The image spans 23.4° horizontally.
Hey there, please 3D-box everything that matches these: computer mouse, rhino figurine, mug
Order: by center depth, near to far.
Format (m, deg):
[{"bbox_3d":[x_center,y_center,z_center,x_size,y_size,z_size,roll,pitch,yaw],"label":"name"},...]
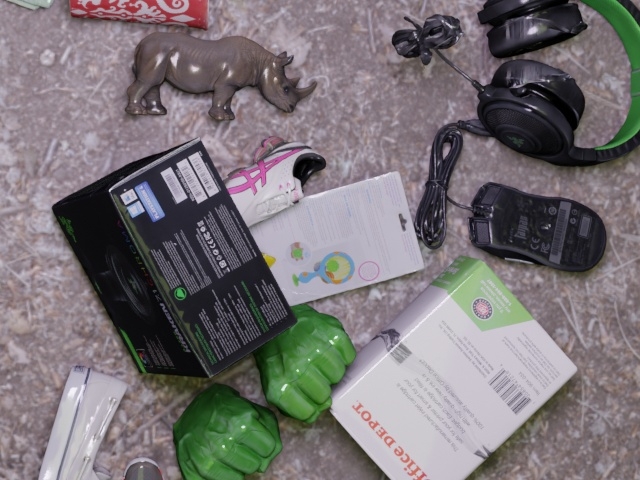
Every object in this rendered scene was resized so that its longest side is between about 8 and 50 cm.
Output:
[{"bbox_3d":[-0.222,-0.329,1.915,0.169,0.150,0.113,1,130,-6],"label":"mug"},{"bbox_3d":[-0.122,-0.205,1.943,0.243,0.073,0.106,3,97,-11],"label":"rhino figurine"},{"bbox_3d":[0.250,-0.058,2.031,0.262,0.060,0.184,9,80,-11],"label":"computer mouse"}]

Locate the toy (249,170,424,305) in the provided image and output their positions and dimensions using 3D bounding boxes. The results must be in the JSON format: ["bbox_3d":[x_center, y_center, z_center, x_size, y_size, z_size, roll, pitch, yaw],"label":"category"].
[{"bbox_3d":[0.000,0.000,1.984,0.237,0.056,0.137,-17,110,-2],"label":"toy"}]

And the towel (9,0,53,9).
[{"bbox_3d":[-0.450,-0.445,1.886,0.324,0.038,0.248,17,90,-10],"label":"towel"}]

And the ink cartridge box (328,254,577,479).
[{"bbox_3d":[0.160,0.183,1.998,0.273,0.115,0.198,-42,99,-5],"label":"ink cartridge box"}]

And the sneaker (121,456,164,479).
[{"bbox_3d":[-0.225,0.357,1.969,0.061,0.065,0.158,1,94,-10],"label":"sneaker"}]

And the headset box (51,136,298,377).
[{"bbox_3d":[-0.184,0.026,1.851,0.131,0.283,0.246,-31,100,-22],"label":"headset box"}]

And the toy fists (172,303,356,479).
[{"bbox_3d":[-0.069,0.205,1.934,0.279,0.142,0.096,-44,110,1],"label":"toy fists"}]

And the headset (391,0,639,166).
[{"bbox_3d":[0.276,-0.227,1.937,0.394,0.185,0.243,5,81,-24],"label":"headset"}]

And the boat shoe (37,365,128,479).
[{"bbox_3d":[-0.307,0.294,1.941,0.088,0.096,0.268,15,83,-6],"label":"boat shoe"}]

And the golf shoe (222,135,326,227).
[{"bbox_3d":[-0.067,-0.063,1.914,0.186,0.086,0.067,-51,142,-35],"label":"golf shoe"}]
